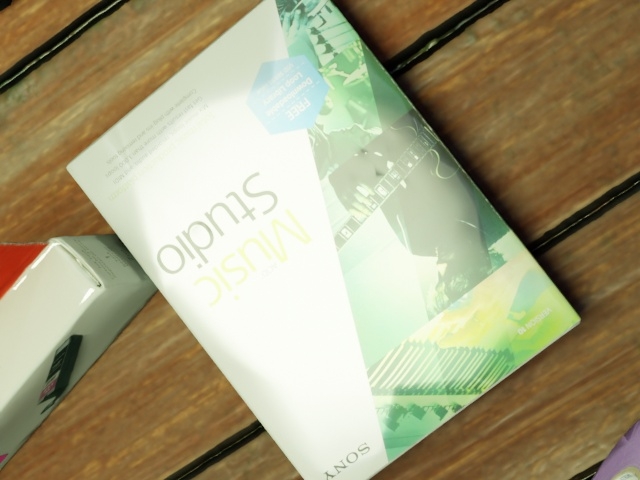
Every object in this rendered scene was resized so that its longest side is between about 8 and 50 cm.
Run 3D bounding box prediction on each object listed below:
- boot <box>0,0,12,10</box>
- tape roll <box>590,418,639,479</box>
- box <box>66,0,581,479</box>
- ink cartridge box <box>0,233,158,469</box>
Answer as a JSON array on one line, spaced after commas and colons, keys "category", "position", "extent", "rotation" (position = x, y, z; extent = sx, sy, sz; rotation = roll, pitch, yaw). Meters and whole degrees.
[{"category": "boot", "position": [-0.353, -0.235, 0.837], "extent": [0.246, 0.094, 0.207], "rotation": [-23, 86, 3]}, {"category": "tape roll", "position": [0.196, 0.246, 0.693], "extent": [0.090, 0.275, 0.275], "rotation": [25, 97, 6]}, {"category": "box", "position": [0.000, 0.000, 0.818], "extent": [0.232, 0.058, 0.322], "rotation": [-39, 88, 9]}, {"category": "ink cartridge box", "position": [-0.250, 0.113, 0.769], "extent": [0.060, 0.239, 0.275], "rotation": [43, 99, 7]}]
